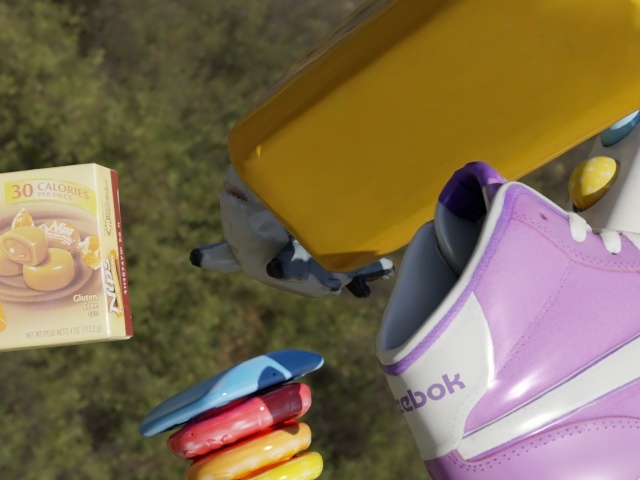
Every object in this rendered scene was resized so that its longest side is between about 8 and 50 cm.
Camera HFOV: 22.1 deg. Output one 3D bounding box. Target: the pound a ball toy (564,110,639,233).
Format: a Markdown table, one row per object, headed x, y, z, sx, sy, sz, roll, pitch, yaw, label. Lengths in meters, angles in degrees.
| x | y | z | sx | sy | sz | roll | pitch | yaw | label |
| --- | --- | --- | --- | --- | --- | --- | --- | --- | --- |
| 0.243 | 0.008 | 1.452 | 0.135 | 0.319 | 0.208 | 39 | -33 | -15 | pound a ball toy |

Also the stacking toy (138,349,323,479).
| x | y | z | sx | sy | sz | roll | pitch | yaw | label |
| --- | --- | --- | --- | --- | --- | --- | --- | --- | --- |
| -0.048 | 0.280 | 1.721 | 0.165 | 0.175 | 0.302 | -29 | -99 | 45 | stacking toy |

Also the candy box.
| x | y | z | sx | sy | sz | roll | pitch | yaw | label |
| --- | --- | --- | --- | --- | --- | --- | --- | --- | --- |
| -0.367 | 0.029 | 1.725 | 0.087 | 0.316 | 0.183 | 22 | 62 | -78 | candy box |

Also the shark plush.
| x | y | z | sx | sy | sz | roll | pitch | yaw | label |
| --- | --- | --- | --- | --- | --- | --- | --- | --- | --- |
| 0.000 | 0.000 | 0.980 | 0.161 | 0.067 | 0.073 | 19 | -9 | -37 | shark plush |

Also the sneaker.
| x | y | z | sx | sy | sz | roll | pitch | yaw | label |
| --- | --- | --- | --- | --- | --- | --- | --- | --- | --- |
| 0.135 | 0.015 | 0.706 | 0.102 | 0.282 | 0.161 | -31 | -88 | 47 | sneaker |

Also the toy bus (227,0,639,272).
| x | y | z | sx | sy | sz | roll | pitch | yaw | label |
| --- | --- | --- | --- | --- | --- | --- | --- | --- | --- |
| 0.100 | -0.106 | 0.767 | 0.108 | 0.130 | 0.332 | 49 | -40 | -8 | toy bus |
